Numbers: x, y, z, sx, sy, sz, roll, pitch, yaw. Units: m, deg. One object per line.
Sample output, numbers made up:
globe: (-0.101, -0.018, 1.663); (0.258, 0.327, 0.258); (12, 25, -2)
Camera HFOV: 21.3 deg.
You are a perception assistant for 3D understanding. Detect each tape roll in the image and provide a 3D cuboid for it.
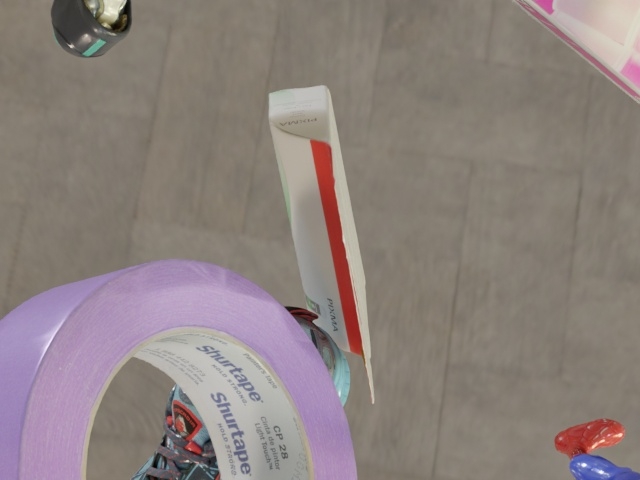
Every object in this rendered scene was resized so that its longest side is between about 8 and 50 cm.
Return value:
tape roll: (-0.101, 0.154, 1.059); (0.090, 0.274, 0.275); (-15, 63, 43)

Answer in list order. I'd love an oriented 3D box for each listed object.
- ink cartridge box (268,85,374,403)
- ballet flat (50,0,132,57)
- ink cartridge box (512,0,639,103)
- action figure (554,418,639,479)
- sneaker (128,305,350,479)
ink cartridge box: (0.000, 0.000, 1.284); (0.056, 0.225, 0.181); (-9, 112, 5)
ballet flat: (-0.163, -0.240, 1.286); (0.074, 0.074, 0.203); (3, 84, 2)
ink cartridge box: (0.201, -0.222, 1.153); (0.176, 0.371, 0.069); (-56, 38, 5)
action figure: (0.225, 0.169, 1.006); (0.139, 0.280, 0.092); (-8, 97, 2)
sneaker: (-0.093, 0.149, 1.234); (0.104, 0.125, 0.262); (28, 72, 32)
